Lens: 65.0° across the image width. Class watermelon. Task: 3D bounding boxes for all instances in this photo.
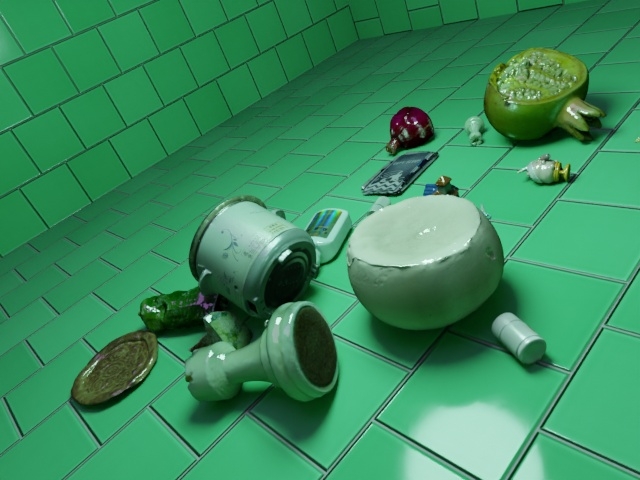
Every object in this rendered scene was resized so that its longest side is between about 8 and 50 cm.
[{"bbox_3d":[-0.237,0.249,1.236,0.098,0.121,0.158,-39,-15,-53],"label":"watermelon"}]

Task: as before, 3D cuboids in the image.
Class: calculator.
[{"bbox_3d":[0.265,-0.230,1.678,0.166,0.028,0.274,6,39,45],"label":"calculator"}]

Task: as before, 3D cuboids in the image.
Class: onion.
[{"bbox_3d":[0.306,-0.402,1.818,0.198,0.135,0.173,-37,29,-19],"label":"onion"}]

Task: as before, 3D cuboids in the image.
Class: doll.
[{"bbox_3d":[0.591,-0.194,1.333,0.127,0.084,0.073,10,42,33],"label":"doll"}]

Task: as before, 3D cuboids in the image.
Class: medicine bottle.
[{"bbox_3d":[0.000,0.000,1.431,0.121,0.083,0.229,-2,37,28],"label":"medicine bottle"},{"bbox_3d":[0.361,0.178,0.917,0.057,0.057,0.089,-27,30,-6],"label":"medicine bottle"}]

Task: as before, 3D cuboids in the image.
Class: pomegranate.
[{"bbox_3d":[0.669,-0.402,1.518,0.310,0.216,0.358,-33,61,-16],"label":"pomegranate"}]

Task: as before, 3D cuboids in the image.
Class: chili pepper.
[{"bbox_3d":[-0.390,0.188,1.388,0.270,0.099,0.136,-9,55,13],"label":"chili pepper"}]

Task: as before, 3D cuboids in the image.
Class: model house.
[{"bbox_3d":[0.303,-0.098,1.313,0.148,0.148,0.119,-38,32,-29],"label":"model house"}]

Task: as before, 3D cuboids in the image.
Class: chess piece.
[{"bbox_3d":[0.519,-0.365,1.687,0.067,0.067,0.103,-10,40,22],"label":"chess piece"},{"bbox_3d":[-0.131,0.251,1.037,0.299,0.194,0.194,-20,28,25],"label":"chess piece"}]

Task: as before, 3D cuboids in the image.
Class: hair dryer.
[{"bbox_3d":[0.213,-0.088,1.469,0.137,0.047,0.082,7,40,33],"label":"hair dryer"}]

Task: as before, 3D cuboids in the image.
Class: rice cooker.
[{"bbox_3d":[-0.175,0.039,1.266,0.317,0.264,0.316,-5,51,6],"label":"rice cooker"}]

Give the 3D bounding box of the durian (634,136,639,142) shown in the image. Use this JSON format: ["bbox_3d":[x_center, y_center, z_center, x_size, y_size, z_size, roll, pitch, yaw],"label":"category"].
[{"bbox_3d":[0.845,-0.203,1.119,0.252,0.139,0.144,-8,37,24],"label":"durian"}]

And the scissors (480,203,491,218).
[{"bbox_3d":[0.431,-0.077,1.332,0.036,0.006,0.083,-14,31,19],"label":"scissors"}]

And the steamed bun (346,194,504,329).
[{"bbox_3d":[0.219,0.054,1.065,0.324,0.206,0.324,-15,29,9],"label":"steamed bun"}]

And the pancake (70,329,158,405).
[{"bbox_3d":[-0.537,0.334,1.314,0.250,0.031,0.250,-17,31,11],"label":"pancake"}]
